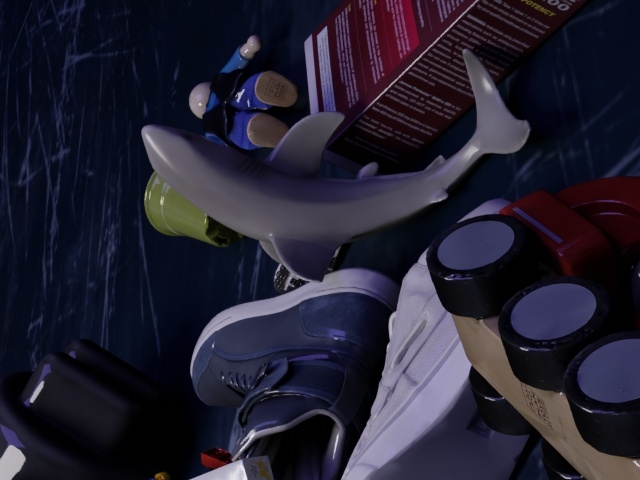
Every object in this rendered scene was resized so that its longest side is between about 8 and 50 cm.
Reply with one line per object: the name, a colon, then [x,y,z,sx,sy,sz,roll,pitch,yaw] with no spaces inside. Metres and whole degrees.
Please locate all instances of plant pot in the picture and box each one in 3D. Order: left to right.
plant pot: [-0.103,-0.031,1.288,0.079,0.083,0.083,29,96,46]

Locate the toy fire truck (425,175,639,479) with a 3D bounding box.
toy fire truck: [0.203,0.015,0.730,0.246,0.158,0.217,-28,32,-10]

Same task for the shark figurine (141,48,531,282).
shark figurine: [0.022,-0.022,1.024,0.278,0.166,0.116,-8,39,13]

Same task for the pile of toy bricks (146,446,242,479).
pile of toy bricks: [-0.047,0.234,1.022,0.212,0.118,0.105,15,113,44]

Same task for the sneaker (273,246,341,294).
sneaker: [0.000,0.000,1.142,0.109,0.040,0.043,-52,17,19]

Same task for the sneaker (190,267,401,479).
sneaker: [-0.042,0.123,1.047,0.226,0.086,0.163,-30,33,46]

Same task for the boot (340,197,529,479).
boot: [0.076,0.095,0.918,0.258,0.095,0.123,-53,27,9]

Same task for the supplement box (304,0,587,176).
supplement box: [0.088,-0.165,1.063,0.239,0.073,0.130,-42,39,38]

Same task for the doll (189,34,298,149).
doll: [-0.075,-0.129,1.325,0.189,0.046,0.129,15,94,66]

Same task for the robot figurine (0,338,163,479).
robot figurine: [-0.250,0.225,1.252,0.173,0.209,0.278,43,108,44]

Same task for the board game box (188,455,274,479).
board game box: [-0.084,0.215,0.951,0.154,0.026,0.103,-27,71,35]
